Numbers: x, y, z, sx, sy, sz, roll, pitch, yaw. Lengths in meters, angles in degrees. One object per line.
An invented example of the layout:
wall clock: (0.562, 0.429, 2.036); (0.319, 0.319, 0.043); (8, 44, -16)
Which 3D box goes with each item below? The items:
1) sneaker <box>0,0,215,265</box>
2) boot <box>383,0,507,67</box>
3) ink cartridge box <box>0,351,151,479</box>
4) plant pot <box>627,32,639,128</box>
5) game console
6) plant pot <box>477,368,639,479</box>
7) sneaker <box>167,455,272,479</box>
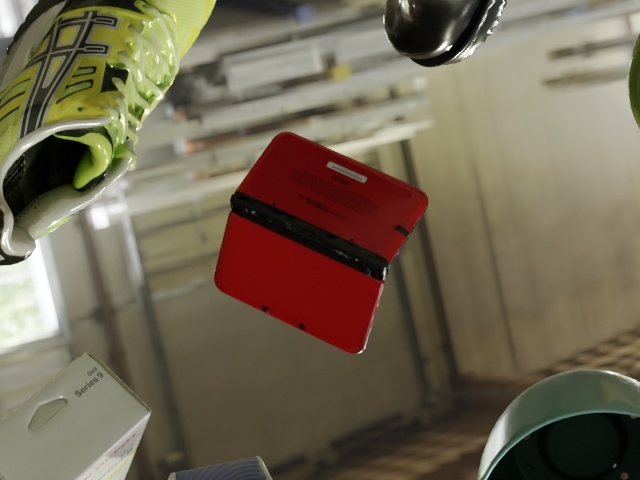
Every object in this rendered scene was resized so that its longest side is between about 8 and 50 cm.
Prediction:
sneaker: (-0.187, -0.107, 1.450); (0.147, 0.145, 0.384); (19, -122, 35)
boot: (0.068, -0.291, 1.862); (0.260, 0.131, 0.348); (-6, 157, -23)
ink cartridge box: (-0.258, 0.221, 1.694); (0.154, 0.093, 0.212); (-42, 167, -33)
plant pot: (0.413, -0.071, 1.535); (0.276, 0.276, 0.254); (-11, -138, 13)
game console: (0.000, 0.000, 1.461); (0.144, 0.085, 0.124); (25, -119, 16)
plant pot: (0.321, 0.287, 2.138); (0.293, 0.293, 0.235); (-12, -162, 6)
sneaker: (-0.087, 0.386, 1.763); (0.127, 0.315, 0.182); (-7, 140, -11)
